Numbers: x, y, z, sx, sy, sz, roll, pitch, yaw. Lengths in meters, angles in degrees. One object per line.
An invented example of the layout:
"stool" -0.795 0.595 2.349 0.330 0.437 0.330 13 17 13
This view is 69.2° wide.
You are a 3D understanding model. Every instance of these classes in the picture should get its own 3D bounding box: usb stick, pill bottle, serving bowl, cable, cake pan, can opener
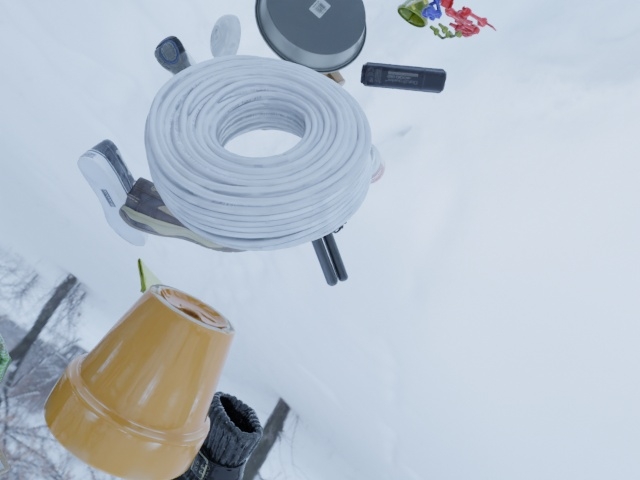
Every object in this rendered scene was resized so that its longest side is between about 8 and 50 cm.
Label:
"usb stick" 0.269 -0.525 1.496 0.277 0.045 0.077 4 117 -4
"pill bottle" 0.139 -0.254 1.501 0.121 0.121 0.221 28 -174 13
"serving bowl" -0.167 -0.344 0.789 0.027 0.083 0.083 3 176 -39
"cable" -0.066 -0.111 0.533 0.089 0.257 0.257 96 159 -55
"cake pan" -0.013 -0.559 1.142 0.293 0.293 0.054 39 162 -7
"can opener" 0.000 0.000 1.433 0.284 0.076 0.095 70 161 -5

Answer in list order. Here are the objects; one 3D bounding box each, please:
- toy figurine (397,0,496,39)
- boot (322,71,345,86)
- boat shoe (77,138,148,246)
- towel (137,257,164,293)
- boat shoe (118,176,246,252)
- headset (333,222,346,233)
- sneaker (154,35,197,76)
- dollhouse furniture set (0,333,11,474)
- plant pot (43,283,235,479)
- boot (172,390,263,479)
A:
"toy figurine" 0.334 -0.645 1.143 0.191 0.217 0.362 18 -163 -10
"boot" -0.063 -0.631 1.758 0.211 0.295 0.104 50 147 9
"boat shoe" -0.502 -0.116 1.183 0.108 0.102 0.301 7 136 20
"towel" -0.460 0.144 1.301 0.237 0.021 0.102 84 165 -62
"boat shoe" -0.294 -0.060 1.125 0.355 0.130 0.132 16 -173 -44
"headset" -0.023 -0.215 2.026 0.394 0.185 0.243 40 -178 -8
"sneaker" -0.365 -0.454 1.349 0.297 0.111 0.129 63 -171 13
"dollhouse furniture set" -0.463 0.176 0.639 0.197 0.302 0.151 40 -163 25
"plant pot" -0.215 0.169 0.617 0.205 0.188 0.205 30 178 1
"boot" -0.179 0.501 0.928 0.348 0.260 0.131 33 178 36
